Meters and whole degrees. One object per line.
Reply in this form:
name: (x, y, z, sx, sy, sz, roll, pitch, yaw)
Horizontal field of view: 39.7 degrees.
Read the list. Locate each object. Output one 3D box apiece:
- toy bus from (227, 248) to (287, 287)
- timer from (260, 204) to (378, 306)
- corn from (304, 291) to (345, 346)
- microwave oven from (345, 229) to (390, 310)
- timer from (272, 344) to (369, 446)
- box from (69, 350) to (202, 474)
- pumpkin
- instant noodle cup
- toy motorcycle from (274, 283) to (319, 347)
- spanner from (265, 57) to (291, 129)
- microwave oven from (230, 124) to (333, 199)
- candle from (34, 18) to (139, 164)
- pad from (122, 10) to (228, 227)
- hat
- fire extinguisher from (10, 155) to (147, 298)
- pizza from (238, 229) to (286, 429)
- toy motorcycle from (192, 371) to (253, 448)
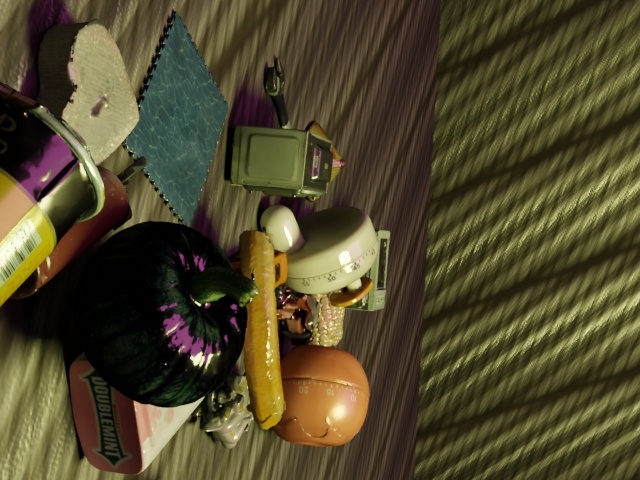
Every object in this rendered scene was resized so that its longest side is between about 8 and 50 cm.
toy bus: (-0.124, 0.063, 1.748, 0.194, 0.088, 0.083, -35, 128, -66)
timer: (0.000, 0.000, 1.899, 0.240, 0.233, 0.233, 68, 29, -24)
corn: (0.009, 0.111, 2.129, 0.126, 0.126, 0.335, -48, 143, -61)
microwave oven: (0.089, 0.071, 2.283, 0.122, 0.162, 0.208, 2, 93, -72)
timer: (-0.006, 0.349, 1.970, 0.230, 0.229, 0.215, 56, 42, -63)
box: (-0.244, 0.183, 1.395, 0.370, 0.112, 0.190, -50, 141, -63)
pumpkin: (-0.181, 0.083, 1.152, 0.248, 0.247, 0.248, 5, 90, -72)
instant noodle cup: (-0.357, -0.013, 0.863, 0.216, 0.215, 0.236, 74, 35, -48)
toy motorcycle: (-0.057, 0.171, 1.999, 0.212, 0.084, 0.118, 45, 53, -58)
spanner: (-0.073, -0.256, 1.922, 0.316, 0.024, 0.087, 76, 20, -47)
microwave oven: (-0.072, -0.148, 1.732, 0.205, 0.163, 0.129, -3, 101, -75)
candle: (-0.303, -0.182, 1.160, 0.168, 0.068, 0.192, 21, 77, -68)
pad: (-0.231, -0.194, 1.471, 0.270, 0.012, 0.269, 63, 37, -59)
hat: (0.020, -0.184, 2.117, 0.193, 0.082, 0.193, 5, 90, -75)
fire extinguisher: (-0.313, -0.031, 1.118, 0.269, 0.104, 0.105, -52, 143, -58)
pizza: (-0.109, 0.156, 1.589, 0.182, 0.073, 0.366, -113, -161, -72)
toy motorcycle: (-0.176, 0.327, 1.697, 0.225, 0.073, 0.152, 10, 88, -73)
